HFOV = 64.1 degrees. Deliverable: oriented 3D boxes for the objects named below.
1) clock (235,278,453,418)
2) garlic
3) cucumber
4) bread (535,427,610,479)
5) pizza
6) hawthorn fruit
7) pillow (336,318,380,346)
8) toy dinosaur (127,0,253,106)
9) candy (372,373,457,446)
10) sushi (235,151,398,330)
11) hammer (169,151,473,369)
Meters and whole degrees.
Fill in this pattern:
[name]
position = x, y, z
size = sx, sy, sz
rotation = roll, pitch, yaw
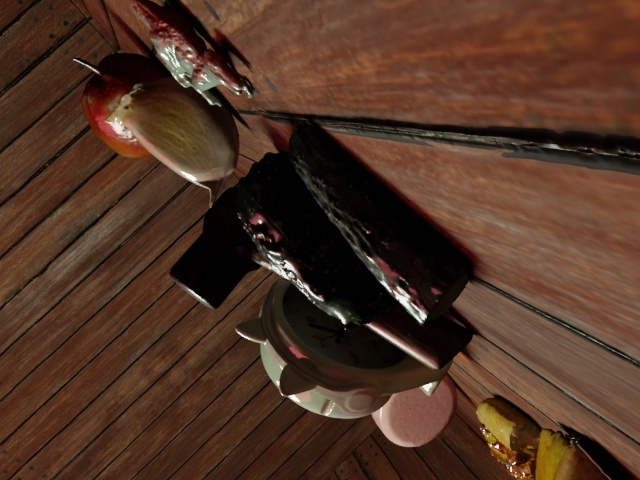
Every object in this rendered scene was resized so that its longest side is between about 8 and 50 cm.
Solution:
[clock]
position = 0.028, 0.159, 0.810
size = 0.324, 0.109, 0.265
rotation = -6, -140, -40
[garlic]
position = -0.201, -0.169, 0.868
size = 0.266, 0.148, 0.128
rotation = 47, -154, -4
[cucumber]
position = 0.039, -0.016, 0.472
size = 0.211, 0.062, 0.078
rotation = 45, 176, 23
[bread]
position = 0.325, 0.349, 0.583
size = 0.260, 0.134, 0.129
rotation = 47, 177, 1
[pizza]
position = 0.357, 0.378, 0.886
size = 0.229, 0.081, 0.289
rotation = 45, 174, 19
[hawthorn fruit]
position = -0.500, -0.359, 1.296
size = 0.300, 0.254, 0.254
rotation = 34, -174, -47
[pillow]
position = 0.034, 0.050, 0.796
size = 0.255, 0.169, 0.059
rotation = 44, 138, 34
[toy dinosaur]
position = -0.174, -0.239, 0.583
size = 0.242, 0.053, 0.167
rotation = 47, 175, -5
[candy]
position = 0.258, 0.456, 1.424
size = 0.255, 0.255, 0.094
rotation = 48, 175, -21
[sushi]
position = 0.000, 0.000, 0.593
size = 0.225, 0.124, 0.127
rotation = 47, 177, 5
[hammer]
position = 0.007, 0.055, 0.708
size = 0.409, 0.242, 0.095
rotation = 30, 163, 21
